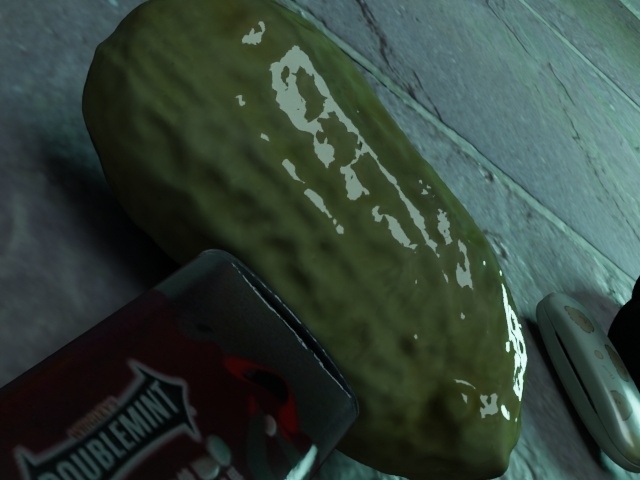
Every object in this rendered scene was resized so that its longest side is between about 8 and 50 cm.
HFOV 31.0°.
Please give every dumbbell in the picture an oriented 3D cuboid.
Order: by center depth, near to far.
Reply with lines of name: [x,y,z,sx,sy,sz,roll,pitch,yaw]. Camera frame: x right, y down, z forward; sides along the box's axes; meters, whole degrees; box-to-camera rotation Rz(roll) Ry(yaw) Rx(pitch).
dumbbell: [0.330,0.076,1.074,0.100,0.100,0.191,51,27,5]

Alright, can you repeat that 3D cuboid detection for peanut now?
peanut: [0.000,0.000,0.626,0.313,0.152,0.152,49,26,2]

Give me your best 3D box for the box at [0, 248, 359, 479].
box: [-0.071,0.090,0.475,0.120,0.069,0.224,50,27,2]

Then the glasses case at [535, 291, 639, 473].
glasses case: [0.220,0.111,0.922,0.063,0.041,0.164,23,36,-42]
